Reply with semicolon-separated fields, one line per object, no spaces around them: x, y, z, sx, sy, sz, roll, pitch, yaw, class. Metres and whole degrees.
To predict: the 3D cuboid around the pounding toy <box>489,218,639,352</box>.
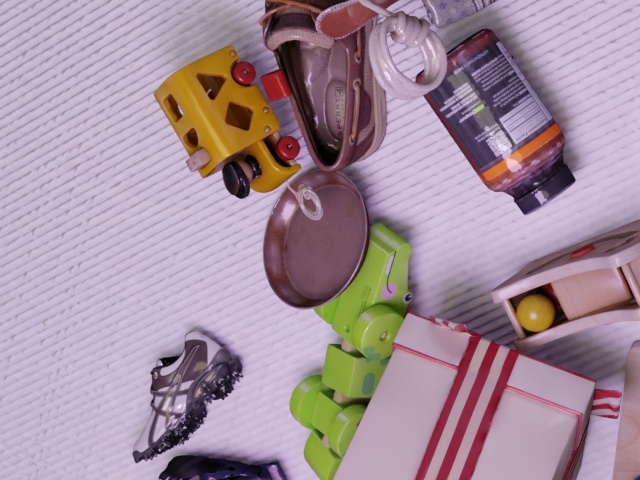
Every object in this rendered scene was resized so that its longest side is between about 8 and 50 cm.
0.335;0.071;1.834;0.269;0.154;0.154;-23;96;26;pounding toy

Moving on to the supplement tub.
0.197;-0.127;1.856;0.106;0.106;0.198;-33;92;26;supplement tub

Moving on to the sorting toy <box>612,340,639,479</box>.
0.453;0.266;1.883;0.257;0.089;0.255;10;109;18;sorting toy

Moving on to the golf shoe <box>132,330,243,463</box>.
-0.184;0.197;2.131;0.094;0.077;0.198;47;110;15;golf shoe

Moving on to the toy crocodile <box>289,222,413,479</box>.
0.048;0.145;2.003;0.115;0.105;0.340;32;115;49;toy crocodile

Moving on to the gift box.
0.173;0.236;1.864;0.255;0.258;0.276;22;151;11;gift box

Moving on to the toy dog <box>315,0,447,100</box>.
0.004;-0.301;1.793;0.334;0.220;0.161;35;162;-24;toy dog

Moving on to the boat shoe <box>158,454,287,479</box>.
-0.093;0.433;2.126;0.158;0.127;0.340;-9;102;31;boat shoe

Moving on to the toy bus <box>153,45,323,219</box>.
-0.106;-0.114;1.918;0.202;0.104;0.191;32;140;41;toy bus

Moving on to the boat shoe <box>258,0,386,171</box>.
-0.005;-0.243;1.890;0.123;0.123;0.342;-2;105;22;boat shoe

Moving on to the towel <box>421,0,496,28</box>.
0.171;-0.424;1.727;0.312;0.056;0.324;-30;99;-6;towel

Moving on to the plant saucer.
0.000;0.000;1.977;0.168;0.029;0.168;-13;70;41;plant saucer
